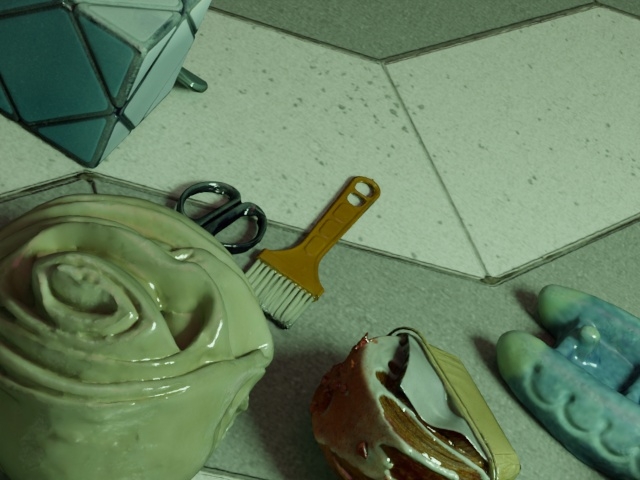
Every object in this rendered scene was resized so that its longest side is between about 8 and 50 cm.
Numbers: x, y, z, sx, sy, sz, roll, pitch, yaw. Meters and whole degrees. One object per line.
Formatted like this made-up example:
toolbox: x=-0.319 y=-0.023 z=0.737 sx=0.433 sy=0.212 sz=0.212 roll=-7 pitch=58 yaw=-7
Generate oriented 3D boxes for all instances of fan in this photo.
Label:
fan: x=-0.259 y=-0.275 z=1.893 sx=0.282 sy=0.023 sz=0.057 roll=36 pitch=17 yaw=6

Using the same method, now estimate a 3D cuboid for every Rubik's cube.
Rubik's cube: x=-0.272 y=-0.249 z=1.735 sx=0.205 sy=0.205 sz=0.207 roll=34 pitch=41 yaw=3

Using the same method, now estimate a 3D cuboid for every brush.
brush: x=0.000 y=0.000 z=1.794 sx=0.090 sy=0.017 sz=0.314 roll=36 pitch=41 yaw=5

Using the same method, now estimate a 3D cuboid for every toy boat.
toy boat: x=0.379 y=0.174 z=1.766 sx=0.330 sy=0.123 sz=0.215 roll=40 pitch=41 yaw=12

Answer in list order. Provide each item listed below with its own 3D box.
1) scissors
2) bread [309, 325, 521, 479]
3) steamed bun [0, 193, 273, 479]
scissors: x=-0.173 y=0.014 z=1.676 sx=0.109 sy=0.022 sz=0.300 roll=38 pitch=43 yaw=14
bread: x=0.093 y=0.204 z=1.570 sx=0.211 sy=0.142 sz=0.224 roll=6 pitch=45 yaw=-45
steamed bun: x=-0.196 y=0.083 z=1.437 sx=0.310 sy=0.219 sz=0.324 roll=47 pitch=50 yaw=11
